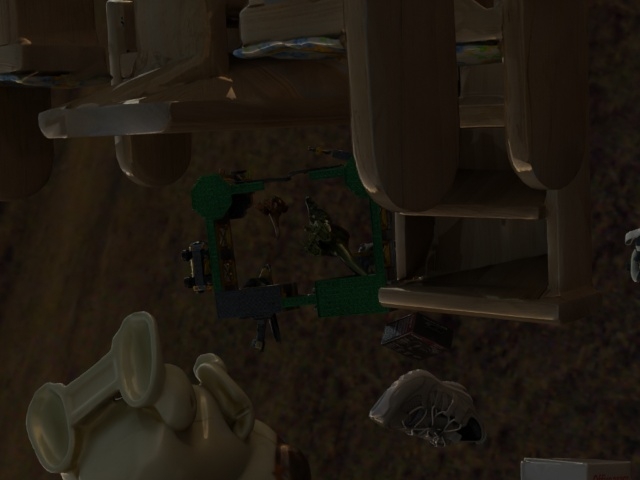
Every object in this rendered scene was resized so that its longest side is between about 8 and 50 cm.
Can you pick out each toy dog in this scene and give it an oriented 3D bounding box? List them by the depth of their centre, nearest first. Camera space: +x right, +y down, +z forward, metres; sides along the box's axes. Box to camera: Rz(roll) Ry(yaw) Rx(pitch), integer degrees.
[{"bbox_3d":[-0.195,0.349,1.746,0.284,0.408,0.395,-46,47,12],"label":"toy dog"}]

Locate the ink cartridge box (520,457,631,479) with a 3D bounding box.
[{"bbox_3d":[0.447,0.534,1.888,0.131,0.226,0.306,-4,79,35],"label":"ink cartridge box"}]

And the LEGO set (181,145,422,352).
[{"bbox_3d":[0.000,0.000,1.456,0.331,0.192,0.255,-15,86,22],"label":"LEGO set"}]

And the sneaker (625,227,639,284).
[{"bbox_3d":[0.610,0.042,1.868,0.153,0.235,0.094,-23,43,37],"label":"sneaker"}]

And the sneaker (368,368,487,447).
[{"bbox_3d":[0.195,0.293,1.846,0.115,0.281,0.105,49,115,34],"label":"sneaker"}]

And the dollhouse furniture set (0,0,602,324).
[{"bbox_3d":[0.015,-0.053,0.737,0.362,0.394,0.256,2,98,42],"label":"dollhouse furniture set"}]

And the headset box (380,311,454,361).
[{"bbox_3d":[0.128,0.125,1.414,0.083,0.062,0.032,-33,37,55],"label":"headset box"}]
